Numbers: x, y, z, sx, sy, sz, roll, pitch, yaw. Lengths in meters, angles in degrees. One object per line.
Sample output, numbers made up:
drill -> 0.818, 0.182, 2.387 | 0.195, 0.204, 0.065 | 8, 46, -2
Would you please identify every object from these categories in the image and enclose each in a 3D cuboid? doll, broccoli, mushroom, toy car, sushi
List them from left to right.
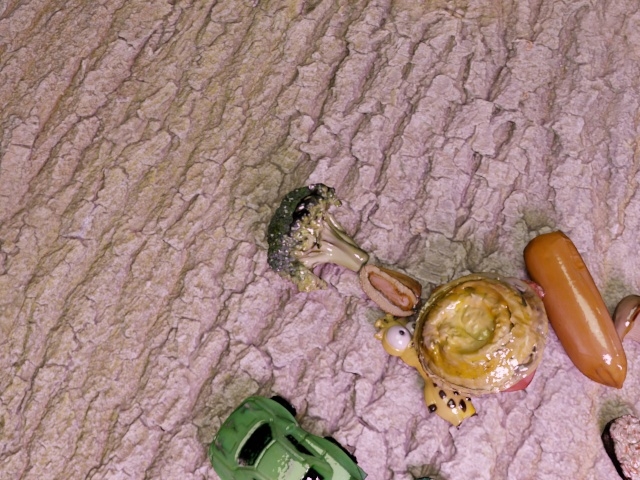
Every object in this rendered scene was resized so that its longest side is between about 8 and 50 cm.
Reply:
toy car -> -0.059, 0.466, 1.176 | 0.359, 0.176, 0.213 | 34, 73, 19
broccoli -> 0.000, 0.000, 1.362 | 0.243, 0.247, 0.263 | 25, 26, -17
doll -> 0.227, 0.273, 1.277 | 0.117, 0.086, 0.291 | -19, 61, -36
sushi -> 0.626, 0.426, 1.166 | 0.090, 0.078, 0.150 | -16, 67, 0
mushroom -> 0.783, 0.215, 1.234 | 0.329, 0.122, 0.159 | 25, 35, 15

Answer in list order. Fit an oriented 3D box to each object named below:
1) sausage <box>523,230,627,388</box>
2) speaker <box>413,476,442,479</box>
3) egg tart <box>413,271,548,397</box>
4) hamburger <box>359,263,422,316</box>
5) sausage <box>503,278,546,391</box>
sausage -> 0.551, 0.151, 1.266 | 0.116, 0.134, 0.354 | -5, 61, -22
speaker -> 0.235, 0.505, 1.180 | 0.060, 0.075, 0.094 | -41, 59, -11
egg tart -> 0.312, 0.175, 1.179 | 0.279, 0.095, 0.279 | -17, 50, 22
hamburger -> 0.178, 0.119, 1.354 | 0.176, 0.102, 0.087 | 28, 106, 37
sausage -> 0.404, 0.208, 1.255 | 0.148, 0.148, 0.254 | 16, 64, 13
